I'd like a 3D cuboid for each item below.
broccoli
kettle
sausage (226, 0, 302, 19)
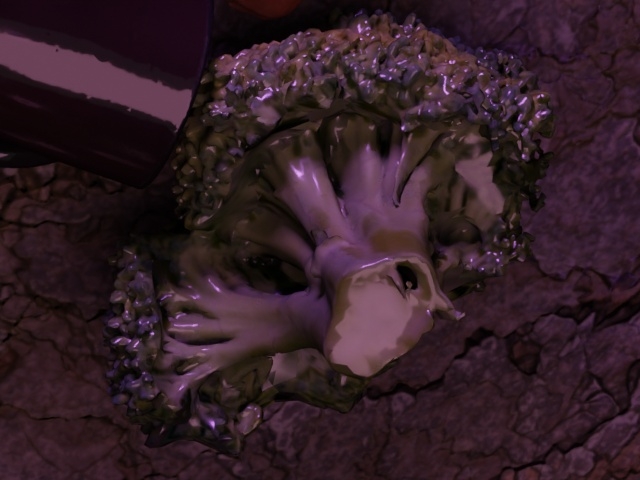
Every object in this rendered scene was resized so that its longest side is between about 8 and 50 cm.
[{"bbox_3d":[-0.010,-0.016,1.375,0.375,0.302,0.249,-35,84,4],"label":"broccoli"},{"bbox_3d":[-0.213,-0.127,1.335,0.232,0.144,0.202,19,143,-18],"label":"kettle"},{"bbox_3d":[0.016,-0.340,1.290,0.094,0.094,0.419,-10,128,-47],"label":"sausage"}]
